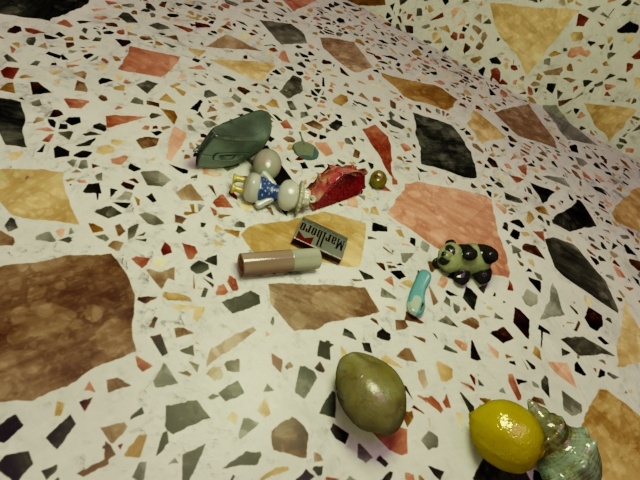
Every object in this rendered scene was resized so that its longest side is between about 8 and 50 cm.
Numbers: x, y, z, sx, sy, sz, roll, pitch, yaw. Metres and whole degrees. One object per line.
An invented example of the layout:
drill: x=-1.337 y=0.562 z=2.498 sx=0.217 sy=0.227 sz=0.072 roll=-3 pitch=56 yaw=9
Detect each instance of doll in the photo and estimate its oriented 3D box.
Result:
doll: x=-0.159 y=-0.167 z=1.587 sx=0.293 sy=0.119 sz=0.138 roll=10 pitch=72 yaw=-9
doll: x=0.528 y=0.073 z=1.671 sx=0.234 sy=0.144 sz=0.135 roll=0 pitch=28 yaw=-22

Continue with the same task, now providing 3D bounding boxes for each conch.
conch: x=0.680 y=0.609 z=1.246 sx=0.203 sy=0.170 sz=0.386 roll=-23 pitch=62 yaw=-22

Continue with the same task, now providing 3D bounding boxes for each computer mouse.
computer mouse: x=-0.291 y=-0.347 z=1.634 sx=0.122 sy=0.188 sz=0.371 roll=50 pitch=46 yaw=4

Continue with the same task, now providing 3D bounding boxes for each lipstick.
lipstick: x=-0.124 y=0.064 z=1.425 sx=0.254 sy=0.070 sz=0.070 roll=-3 pitch=53 yaw=-26

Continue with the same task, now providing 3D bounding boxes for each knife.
knife: x=0.336 y=0.174 z=1.563 sx=0.064 sy=0.031 sz=0.222 roll=27 pitch=42 yaw=5

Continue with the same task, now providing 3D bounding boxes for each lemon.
lemon: x=0.492 y=0.518 z=1.235 sx=0.203 sy=0.178 sz=0.178 roll=24 pitch=42 yaw=28

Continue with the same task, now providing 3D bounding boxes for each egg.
egg: x=-0.193 y=-0.272 z=1.662 sx=0.103 sy=0.103 sz=0.135 roll=16 pitch=47 yaw=-10

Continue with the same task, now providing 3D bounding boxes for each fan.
fan: x=-0.067 y=-0.389 z=1.888 sx=0.113 sy=0.005 sz=0.175 roll=1 pitch=51 yaw=-23

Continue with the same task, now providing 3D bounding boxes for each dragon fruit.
dragon fruit: x=0.060 y=-0.230 z=1.700 sx=0.274 sy=0.161 sz=0.126 roll=-22 pitch=65 yaw=-34

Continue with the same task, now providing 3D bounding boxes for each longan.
longan: x=0.230 y=-0.247 z=1.846 sx=0.075 sy=0.083 sz=0.075 roll=-6 pitch=67 yaw=14

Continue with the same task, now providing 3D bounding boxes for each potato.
potato: x=0.128 y=0.390 z=1.201 sx=0.235 sy=0.160 sz=0.178 roll=49 pitch=9 yaw=37

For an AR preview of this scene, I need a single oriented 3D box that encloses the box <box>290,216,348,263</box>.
box: x=0.000 y=0.000 z=1.560 sx=0.177 sy=0.036 sz=0.115 roll=25 pitch=46 yaw=-3
